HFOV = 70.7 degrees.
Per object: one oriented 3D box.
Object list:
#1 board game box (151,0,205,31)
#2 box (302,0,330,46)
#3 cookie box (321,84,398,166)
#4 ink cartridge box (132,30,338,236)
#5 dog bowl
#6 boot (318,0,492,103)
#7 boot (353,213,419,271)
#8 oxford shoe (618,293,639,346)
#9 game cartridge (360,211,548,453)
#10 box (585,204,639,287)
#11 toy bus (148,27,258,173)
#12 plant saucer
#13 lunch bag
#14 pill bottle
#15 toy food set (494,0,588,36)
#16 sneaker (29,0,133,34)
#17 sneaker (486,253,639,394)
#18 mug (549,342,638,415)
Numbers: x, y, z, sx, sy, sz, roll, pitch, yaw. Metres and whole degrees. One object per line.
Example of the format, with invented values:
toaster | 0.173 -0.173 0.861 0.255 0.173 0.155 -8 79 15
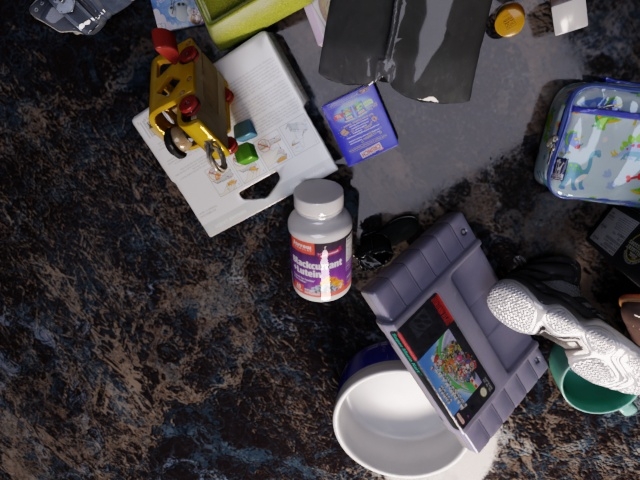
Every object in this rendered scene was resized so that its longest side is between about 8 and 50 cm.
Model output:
board game box | -0.223 -0.384 0.711 0.090 0.020 0.090 -6 111 12
box | -0.032 -0.443 0.633 0.067 0.063 0.324 -18 108 15
cookie box | 0.065 -0.188 0.733 0.091 0.040 0.107 -21 107 16
ink cartridge box | -0.138 -0.169 0.763 0.275 0.060 0.239 -26 107 17
dog bowl | 0.161 0.334 0.895 0.264 0.104 0.265 3 112 8
boot | 0.199 -0.366 0.482 0.367 0.146 0.445 23 119 19
boot | 0.114 0.005 0.771 0.121 0.099 0.045 -21 108 17
oxford shoe | 0.565 0.184 0.733 0.271 0.098 0.097 41 155 -22
game cartridge | 0.240 0.159 0.768 0.230 0.068 0.355 -41 106 -25
box | 0.576 0.103 0.579 0.318 0.395 0.097 26 111 -3
toy bus | -0.187 -0.176 0.633 0.104 0.202 0.191 -20 102 16
plant saucer | -0.126 -0.391 0.631 0.188 0.045 0.188 -13 110 30
lunch bag | 0.447 -0.143 0.667 0.219 0.090 0.176 10 110 4
pill bottle | 0.000 0.000 0.762 0.108 0.108 0.193 3 126 8
toy food set | 0.354 -0.361 0.606 0.232 0.104 0.111 -9 125 31
sneaker | -0.406 -0.429 0.686 0.163 0.086 0.226 -32 105 17
sneaker | 0.414 0.115 0.719 0.268 0.153 0.101 33 139 17
mug | 0.483 0.235 0.807 0.129 0.097 0.158 -10 111 12
